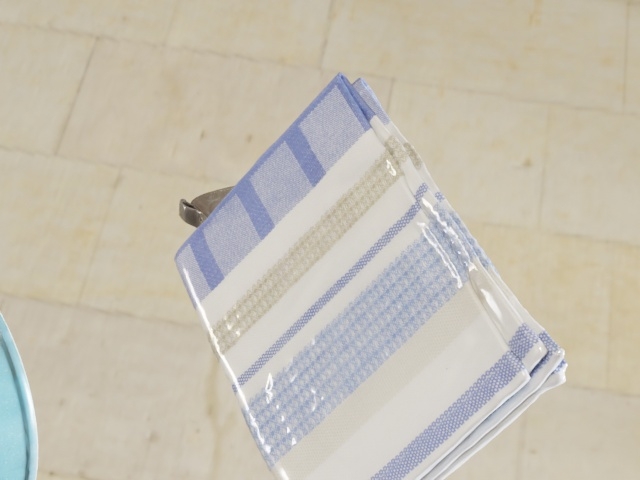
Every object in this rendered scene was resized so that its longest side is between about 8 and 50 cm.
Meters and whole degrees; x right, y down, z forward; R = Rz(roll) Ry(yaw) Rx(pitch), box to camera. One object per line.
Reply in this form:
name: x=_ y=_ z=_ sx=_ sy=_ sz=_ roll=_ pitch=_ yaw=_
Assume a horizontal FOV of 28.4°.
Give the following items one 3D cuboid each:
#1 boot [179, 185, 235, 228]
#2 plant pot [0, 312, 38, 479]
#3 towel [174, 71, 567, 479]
boot: x=0.000 y=0.000 z=1.268 sx=0.262 sy=0.229 sz=0.091 roll=3 pitch=-66 yaw=-15
plant pot: x=-0.429 y=0.165 z=1.108 sx=0.255 sy=0.272 sz=0.271 roll=-19 pitch=-11 yaw=-41
towel: x=0.017 y=0.044 z=0.837 sx=0.209 sy=0.285 sz=0.034 roll=-46 pitch=-39 yaw=18
